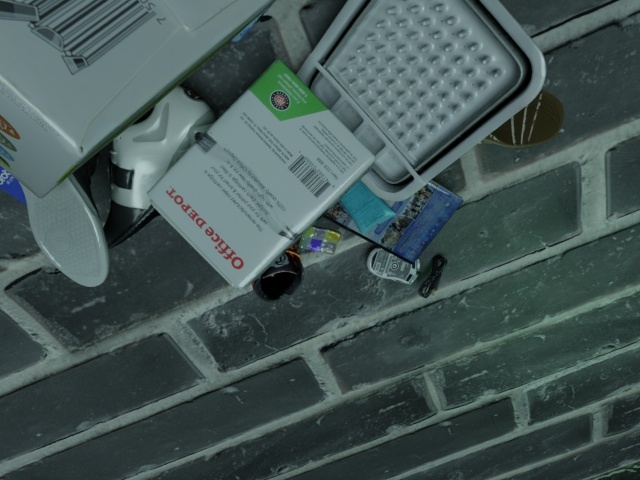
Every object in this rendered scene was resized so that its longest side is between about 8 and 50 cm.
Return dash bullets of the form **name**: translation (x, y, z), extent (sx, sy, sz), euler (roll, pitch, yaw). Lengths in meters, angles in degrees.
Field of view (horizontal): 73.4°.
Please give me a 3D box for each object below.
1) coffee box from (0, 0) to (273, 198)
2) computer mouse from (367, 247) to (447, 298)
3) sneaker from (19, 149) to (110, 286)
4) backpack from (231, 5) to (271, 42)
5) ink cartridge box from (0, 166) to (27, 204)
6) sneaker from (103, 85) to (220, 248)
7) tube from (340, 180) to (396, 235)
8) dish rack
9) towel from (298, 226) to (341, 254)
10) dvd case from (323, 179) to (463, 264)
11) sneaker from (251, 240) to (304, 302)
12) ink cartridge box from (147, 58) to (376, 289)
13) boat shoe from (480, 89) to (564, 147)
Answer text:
- **coffee box**: translation (-0.281, -0.287, 0.437), extent (0.337, 0.335, 0.338), euler (49, 62, -26)
- **computer mouse**: translation (0.191, 0.061, 0.983), extent (0.193, 0.042, 0.105), euler (19, 94, -15)
- **sneaker**: translation (-0.379, -0.082, 0.669), extent (0.105, 0.147, 0.295), euler (-16, 105, 9)
- **backpack**: translation (-0.136, -0.370, 0.635), extent (0.105, 0.084, 0.114), euler (-36, 118, 23)
- **ink cartridge box**: translation (-0.462, -0.150, 0.742), extent (0.207, 0.046, 0.097), euler (-40, 119, 15)
- **sneaker**: translation (-0.313, -0.132, 0.752), extent (0.146, 0.122, 0.330), euler (39, 107, -12)
- **tube**: translation (0.061, -0.098, 0.835), extent (0.080, 0.052, 0.207), euler (-32, 119, 19)
- **dish rack**: translation (0.135, -0.247, 0.667), extent (0.285, 0.072, 0.333), euler (48, 135, -1)
- **towel**: translation (0.000, 0.000, 0.936), extent (0.083, 0.009, 0.060), euler (13, 119, -17)
- **dvd case**: translation (0.141, -0.073, 0.887), extent (0.253, 0.022, 0.180), euler (27, 114, -15)
- **sneaker**: translation (-0.067, -0.019, 0.812), extent (0.125, 0.180, 0.320), euler (0, 121, -10)
- **ink cartridge box**: translation (-0.089, -0.097, 0.688), extent (0.289, 0.121, 0.211), euler (-43, 89, 4)
- **boat shoe**: translation (0.292, -0.230, 0.795), extent (0.303, 0.098, 0.109), euler (-3, 109, -6)
